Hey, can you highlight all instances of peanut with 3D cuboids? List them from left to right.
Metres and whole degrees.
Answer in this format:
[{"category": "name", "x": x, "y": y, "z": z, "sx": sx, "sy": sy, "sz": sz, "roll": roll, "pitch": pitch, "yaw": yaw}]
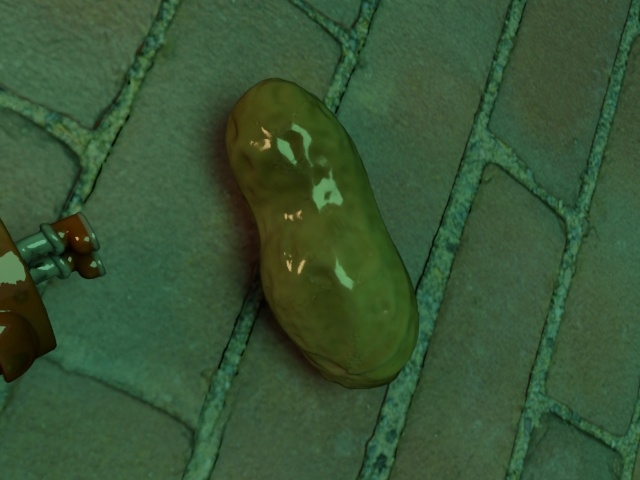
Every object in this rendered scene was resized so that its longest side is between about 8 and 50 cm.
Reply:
[{"category": "peanut", "x": 0.000, "y": 0.000, "z": 0.876, "sx": 0.147, "sy": 0.147, "sz": 0.319, "roll": -29, "pitch": 104, "yaw": -35}]

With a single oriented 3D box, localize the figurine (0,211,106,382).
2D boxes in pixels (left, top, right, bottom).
[{"category": "figurine", "x": -0.294, "y": 0.050, "z": 0.675, "sx": 0.271, "sy": 0.143, "sz": 0.143, "roll": -14, "pitch": 92, "yaw": -12}]
